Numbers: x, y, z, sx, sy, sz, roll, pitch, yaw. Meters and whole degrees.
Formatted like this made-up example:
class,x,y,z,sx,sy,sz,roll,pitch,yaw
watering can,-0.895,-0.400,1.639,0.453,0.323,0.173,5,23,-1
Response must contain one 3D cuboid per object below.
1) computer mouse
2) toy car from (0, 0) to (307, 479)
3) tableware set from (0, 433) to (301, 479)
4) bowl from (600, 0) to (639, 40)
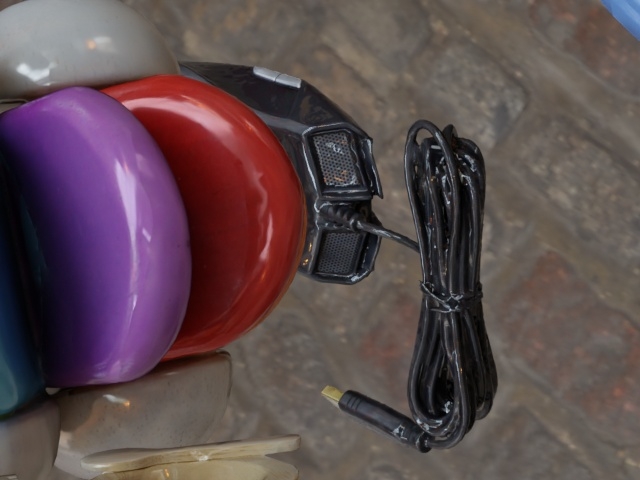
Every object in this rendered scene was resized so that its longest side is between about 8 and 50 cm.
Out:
class,x,y,z,sx,sy,sz,roll,pitch,yaw
computer mouse,0.000,0.000,0.778,0.262,0.060,0.184,18,124,44
toy car,-0.078,0.001,0.456,0.136,0.182,0.159,-9,93,41
tableware set,-0.070,0.070,0.337,0.141,0.168,0.020,-4,95,0
bowl,0.350,-0.284,1.060,0.391,0.077,0.391,2,74,-6
